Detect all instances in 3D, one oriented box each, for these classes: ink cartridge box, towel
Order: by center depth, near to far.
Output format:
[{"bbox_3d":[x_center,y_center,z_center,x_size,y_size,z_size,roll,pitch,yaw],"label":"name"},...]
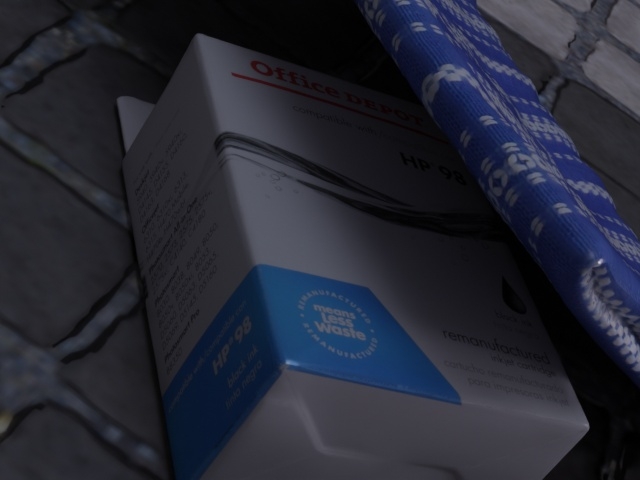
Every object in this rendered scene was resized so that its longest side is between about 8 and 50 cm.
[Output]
[{"bbox_3d":[0.000,0.000,0.428,0.104,0.060,0.180,14,37,-29],"label":"ink cartridge box"},{"bbox_3d":[0.057,-0.072,0.503,0.243,0.040,0.336,38,19,-52],"label":"towel"}]
